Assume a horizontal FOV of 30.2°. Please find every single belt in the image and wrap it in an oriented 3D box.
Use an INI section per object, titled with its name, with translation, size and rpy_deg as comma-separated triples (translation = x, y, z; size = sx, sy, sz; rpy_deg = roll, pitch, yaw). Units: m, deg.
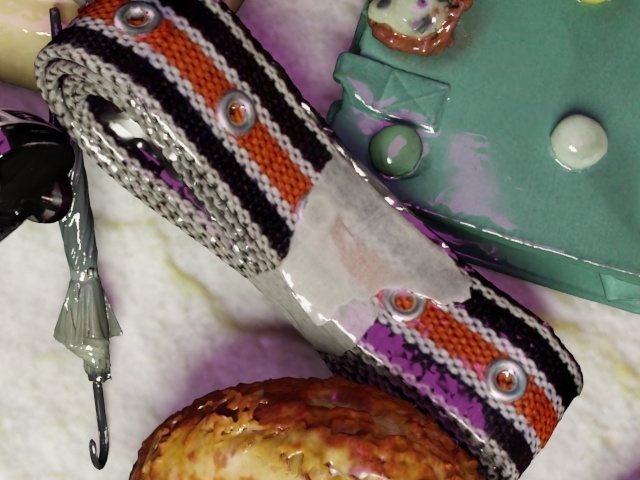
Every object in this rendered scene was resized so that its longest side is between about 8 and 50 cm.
[belt]
translation = 0.000, 0.000, 0.659
size = 0.359, 0.126, 0.094
rpy_deg = 45, 68, -15

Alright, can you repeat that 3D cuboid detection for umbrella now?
[umbrella]
translation = -0.142, 0.001, 0.691
size = 0.044, 0.044, 0.269
rpy_deg = -3, 97, 6

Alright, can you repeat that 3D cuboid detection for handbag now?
[handbag]
translation = 0.152, -0.106, 0.754
size = 0.274, 0.100, 0.269
rpy_deg = 21, 76, -3

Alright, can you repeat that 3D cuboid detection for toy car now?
[toy car]
translation = -0.235, -0.017, 0.647
size = 0.209, 0.089, 0.108
rpy_deg = -38, 74, 14

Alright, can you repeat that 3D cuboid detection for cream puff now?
[cream puff]
translation = 0.003, 0.185, 0.623
size = 0.240, 0.164, 0.240
rpy_deg = 1, 91, 24

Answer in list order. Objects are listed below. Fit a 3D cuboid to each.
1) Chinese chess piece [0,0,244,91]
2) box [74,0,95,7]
[Chinese chess piece]
translation = -0.154, -0.215, 0.732
size = 0.251, 0.097, 0.251
rpy_deg = 2, 79, -9
[box]
translation = -0.102, -0.260, 0.666
size = 0.149, 0.067, 0.233
rpy_deg = 44, 76, 2
